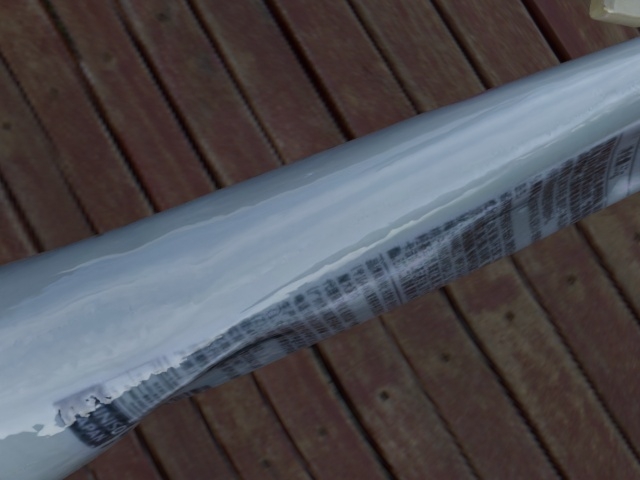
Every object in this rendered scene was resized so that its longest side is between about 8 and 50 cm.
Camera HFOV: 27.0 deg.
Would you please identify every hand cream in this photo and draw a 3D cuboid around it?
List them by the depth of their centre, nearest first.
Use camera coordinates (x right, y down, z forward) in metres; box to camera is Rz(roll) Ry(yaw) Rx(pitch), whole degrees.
[{"bbox_3d":[0.000,0.000,0.448,0.340,0.124,0.078,-24,73,2],"label":"hand cream"}]

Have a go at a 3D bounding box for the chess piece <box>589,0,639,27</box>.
[{"bbox_3d":[0.338,-0.229,1.224,0.200,0.090,0.090,4,94,-25],"label":"chess piece"}]
